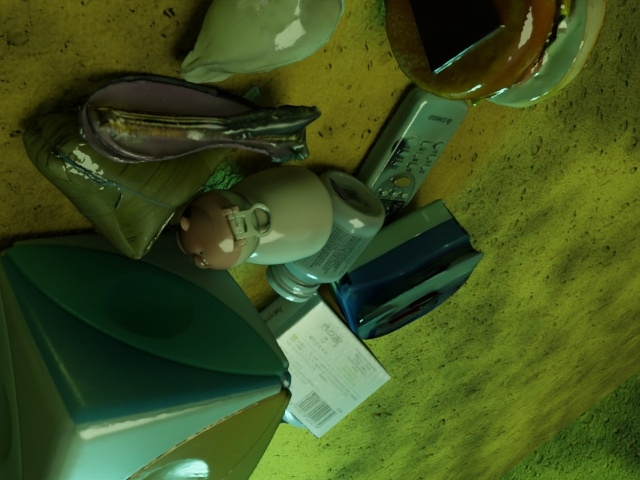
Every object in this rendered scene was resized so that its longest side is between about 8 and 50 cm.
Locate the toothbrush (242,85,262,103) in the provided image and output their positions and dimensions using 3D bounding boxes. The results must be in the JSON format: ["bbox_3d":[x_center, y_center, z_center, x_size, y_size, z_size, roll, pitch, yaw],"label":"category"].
[{"bbox_3d":[-0.163,-0.139,1.175,0.219,0.016,0.019,-45,153,8],"label":"toothbrush"}]

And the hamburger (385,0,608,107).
[{"bbox_3d":[0.244,-0.321,1.121,0.225,0.291,0.291,-8,136,-37],"label":"hamburger"}]

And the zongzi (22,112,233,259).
[{"bbox_3d":[-0.225,-0.124,1.059,0.256,0.115,0.228,-41,143,-8],"label":"zongzi"}]

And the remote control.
[{"bbox_3d":[0.143,-0.136,1.416,0.140,0.056,0.296,1,130,-45],"label":"remote control"}]

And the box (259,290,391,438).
[{"bbox_3d":[-0.018,0.228,1.563,0.194,0.111,0.260,-40,121,0],"label":"box"}]

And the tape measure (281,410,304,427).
[{"bbox_3d":[-0.027,0.311,1.736,0.196,0.105,0.179,-13,127,-24],"label":"tape measure"}]

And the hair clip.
[{"bbox_3d":[-0.153,-0.158,1.063,0.358,0.095,0.110,-4,99,-37],"label":"hair clip"}]

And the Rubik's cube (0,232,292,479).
[{"bbox_3d":[-0.290,0.217,1.174,0.347,0.352,0.352,-5,136,-38],"label":"Rubik's cube"}]

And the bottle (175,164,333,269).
[{"bbox_3d":[-0.107,-0.026,1.205,0.236,0.147,0.148,-16,141,-45],"label":"bottle"}]

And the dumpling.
[{"bbox_3d":[-0.058,-0.269,1.036,0.252,0.131,0.179,-39,170,17],"label":"dumpling"}]

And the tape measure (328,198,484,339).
[{"bbox_3d":[0.148,0.065,1.528,0.259,0.138,0.262,-26,160,-8],"label":"tape measure"}]

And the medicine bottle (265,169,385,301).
[{"bbox_3d":[0.000,0.000,1.370,0.135,0.135,0.215,5,131,-45],"label":"medicine bottle"}]
